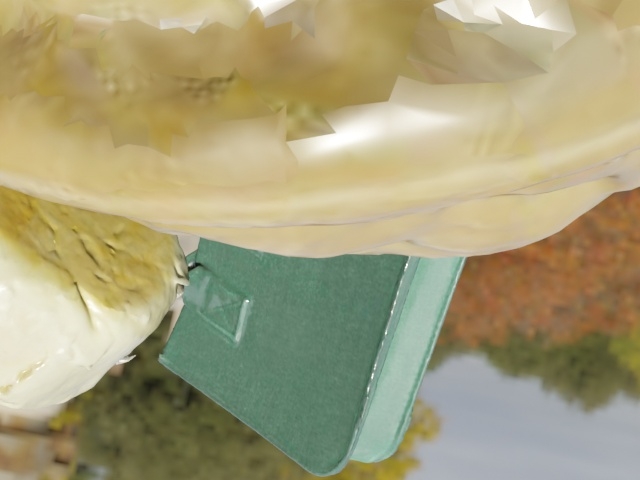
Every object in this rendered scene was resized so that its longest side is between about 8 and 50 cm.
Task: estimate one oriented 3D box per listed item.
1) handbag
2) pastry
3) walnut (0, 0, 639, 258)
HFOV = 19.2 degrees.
[{"bbox_3d":[0.001,0.000,1.478,0.238,0.326,0.089,32,-155,36],"label":"handbag"},{"bbox_3d":[-0.222,0.000,1.370,0.265,0.133,0.265,37,-151,-25],"label":"pastry"},{"bbox_3d":[0.015,-0.160,0.716,0.384,0.383,0.383,12,180,0],"label":"walnut"}]
